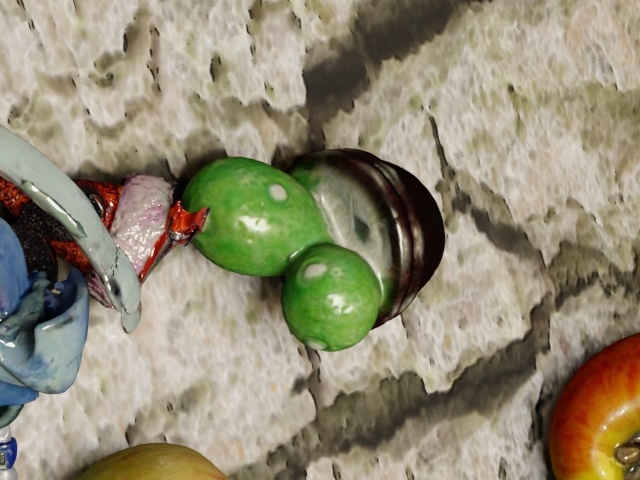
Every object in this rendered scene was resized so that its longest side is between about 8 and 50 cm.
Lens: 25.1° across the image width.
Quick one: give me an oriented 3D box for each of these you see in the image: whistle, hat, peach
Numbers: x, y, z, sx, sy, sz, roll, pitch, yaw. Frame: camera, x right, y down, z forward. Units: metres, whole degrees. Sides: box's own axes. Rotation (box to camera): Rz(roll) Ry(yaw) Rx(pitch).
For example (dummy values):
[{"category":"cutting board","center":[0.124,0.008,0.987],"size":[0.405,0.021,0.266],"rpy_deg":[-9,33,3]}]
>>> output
[{"category":"whistle","center":[-0.290,0.194,1.300],"size":[0.033,0.029,0.083],"rpy_deg":[-2,101,-14]},{"category":"hat","center":[-0.229,-0.031,1.274],"size":[0.227,0.140,0.129],"rpy_deg":[26,70,-14]},{"category":"peach","center":[0.378,0.213,1.545],"size":[0.281,0.281,0.238],"rpy_deg":[-39,66,-21]}]

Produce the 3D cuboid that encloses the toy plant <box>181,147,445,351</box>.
[{"category":"toy plant","center":[0.000,0.000,1.359],"size":[0.235,0.175,0.218],"rpy_deg":[-17,58,-47]}]

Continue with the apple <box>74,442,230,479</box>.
[{"category":"apple","center":[-0.145,0.311,1.266],"size":[0.194,0.261,0.261],"rpy_deg":[-19,102,-15]}]

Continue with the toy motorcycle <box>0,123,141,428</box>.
[{"category":"toy motorcycle","center":[-0.295,0.028,1.164],"size":[0.182,0.241,0.319],"rpy_deg":[-51,122,-33]}]
